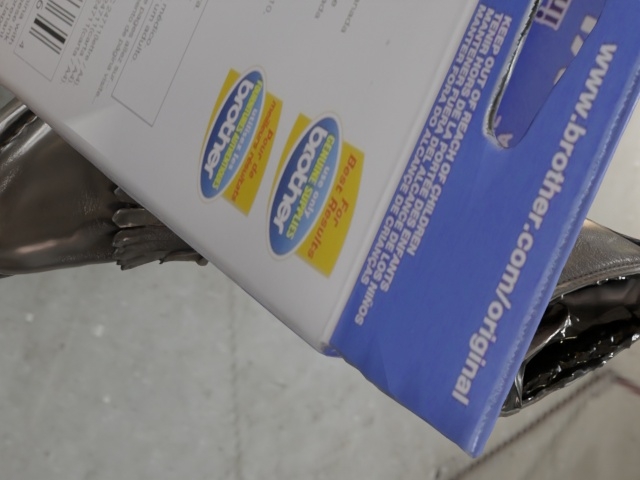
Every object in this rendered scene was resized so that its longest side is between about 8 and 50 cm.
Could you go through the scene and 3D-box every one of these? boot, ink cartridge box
[{"bbox_3d":[0.000,0.000,0.666,0.263,0.229,0.091,-19,131,-29],"label":"boot"},{"bbox_3d":[0.003,-0.090,0.426,0.065,0.311,0.185,17,102,-35],"label":"ink cartridge box"}]
